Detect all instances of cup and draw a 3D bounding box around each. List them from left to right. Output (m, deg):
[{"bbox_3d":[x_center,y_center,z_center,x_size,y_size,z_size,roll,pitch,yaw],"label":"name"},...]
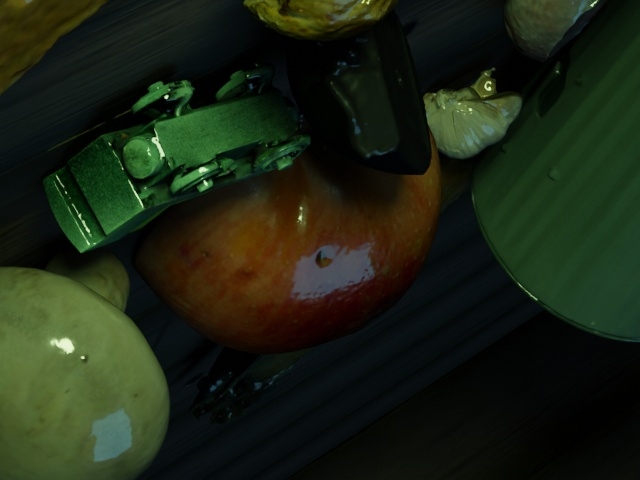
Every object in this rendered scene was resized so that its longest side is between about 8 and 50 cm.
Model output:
[{"bbox_3d":[0.354,-0.152,1.948,0.310,0.401,0.392,5,146,-19],"label":"cup"}]

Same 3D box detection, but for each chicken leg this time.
[{"bbox_3d":[0.026,-0.184,1.247,0.087,0.107,0.251,-62,166,24],"label":"chicken leg"}]

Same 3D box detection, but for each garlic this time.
[{"bbox_3d":[0.141,-0.119,1.849,0.113,0.074,0.094,-24,180,11],"label":"garlic"}]

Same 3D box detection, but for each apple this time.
[{"bbox_3d":[0.000,0.000,1.684,0.293,0.163,0.251,-32,168,-30],"label":"apple"}]

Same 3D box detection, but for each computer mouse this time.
[{"bbox_3d":[0.023,-0.114,1.410,0.088,0.147,0.264,-16,171,7],"label":"computer mouse"}]

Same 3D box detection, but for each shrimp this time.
[{"bbox_3d":[0.014,0.052,2.134,0.445,0.085,0.272,-46,171,17],"label":"shrimp"}]

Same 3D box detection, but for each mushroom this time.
[{"bbox_3d":[-0.204,0.107,1.441,0.206,0.206,0.209,-42,173,19],"label":"mushroom"}]

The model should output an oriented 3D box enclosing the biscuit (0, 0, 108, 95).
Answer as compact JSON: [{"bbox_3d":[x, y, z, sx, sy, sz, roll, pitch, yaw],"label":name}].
[{"bbox_3d":[-0.204,-0.127,0.909,0.376,0.051,0.269,-39,165,5],"label":"biscuit"}]

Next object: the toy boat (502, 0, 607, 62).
[{"bbox_3d":[0.217,-0.234,1.668,0.155,0.085,0.227,-45,177,19],"label":"toy boat"}]

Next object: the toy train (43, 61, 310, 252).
[{"bbox_3d":[-0.097,-0.064,1.392,0.132,0.083,0.200,-32,172,32],"label":"toy train"}]
